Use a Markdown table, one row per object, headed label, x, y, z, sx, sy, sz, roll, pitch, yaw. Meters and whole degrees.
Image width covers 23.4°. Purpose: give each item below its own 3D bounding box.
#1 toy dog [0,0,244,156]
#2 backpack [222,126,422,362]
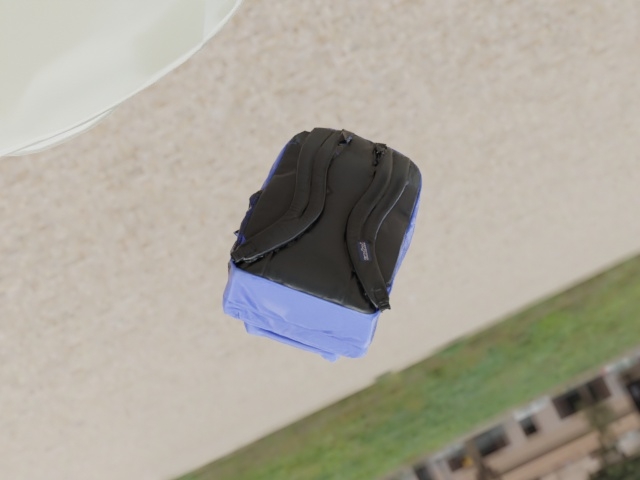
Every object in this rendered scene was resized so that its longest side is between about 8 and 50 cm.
| label | x | y | z | sx | sy | sz | roll | pitch | yaw |
| --- | --- | --- | --- | --- | --- | --- | --- | --- | --- |
| toy dog | -0.148 | -0.247 | 0.408 | 0.284 | 0.408 | 0.395 | -32 | 164 | -4 |
| backpack | 0.000 | 0.000 | 0.900 | 0.101 | 0.098 | 0.120 | 114 | -3 | -59 |
